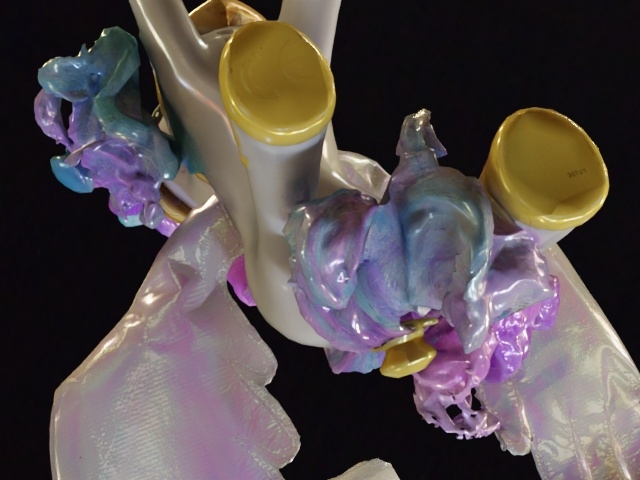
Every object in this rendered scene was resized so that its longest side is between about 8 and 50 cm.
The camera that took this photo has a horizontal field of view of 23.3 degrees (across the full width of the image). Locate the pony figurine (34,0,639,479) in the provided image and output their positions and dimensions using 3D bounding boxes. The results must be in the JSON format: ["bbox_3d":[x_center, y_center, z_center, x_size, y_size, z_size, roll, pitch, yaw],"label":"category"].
[{"bbox_3d":[0.000,0.000,0.701,0.302,0.363,0.351,-21,-104,-17],"label":"pony figurine"}]

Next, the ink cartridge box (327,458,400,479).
[{"bbox_3d":[-0.064,0.172,0.540,0.212,0.154,0.093,-24,-98,-49],"label":"ink cartridge box"}]
